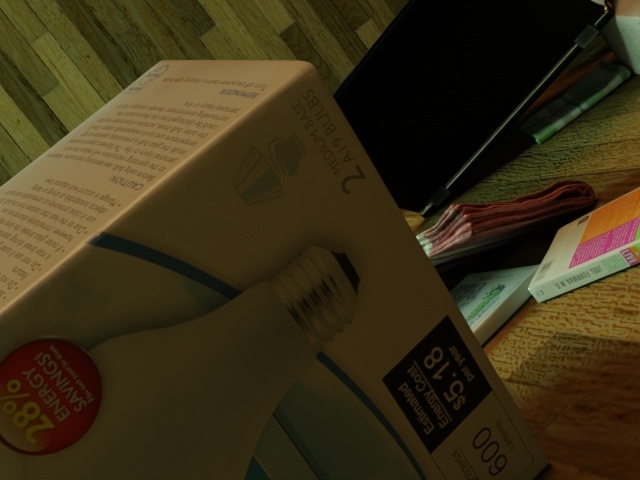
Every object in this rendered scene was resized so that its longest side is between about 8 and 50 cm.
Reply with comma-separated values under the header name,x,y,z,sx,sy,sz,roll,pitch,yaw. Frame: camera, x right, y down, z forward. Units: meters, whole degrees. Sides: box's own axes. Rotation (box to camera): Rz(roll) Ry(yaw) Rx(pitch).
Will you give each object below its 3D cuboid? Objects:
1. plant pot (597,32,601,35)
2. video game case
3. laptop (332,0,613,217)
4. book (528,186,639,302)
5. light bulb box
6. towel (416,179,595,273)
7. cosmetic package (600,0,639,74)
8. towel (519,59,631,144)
name,x,y,z,sx,sy,sz,roll,pitch,yaw
plant pot,0.408,-0.432,1.964,0.290,0.290,0.195,-35,-25,12
video game case,0.135,0.083,1.242,0.157,0.019,0.143,-42,11,-21
laptop,0.169,-0.245,1.660,0.382,0.236,0.408,-48,13,30
book,0.263,-0.001,1.148,0.144,0.035,0.096,-27,18,44
light bulb box,-0.101,0.122,0.853,0.361,0.358,0.225,-42,25,-20
towel,0.103,0.020,1.338,0.329,0.037,0.237,-28,-10,41
cosmetic package,0.410,-0.259,1.572,0.060,0.099,0.239,-37,11,5
towel,0.341,-0.189,1.703,0.152,0.023,0.113,-37,10,5
